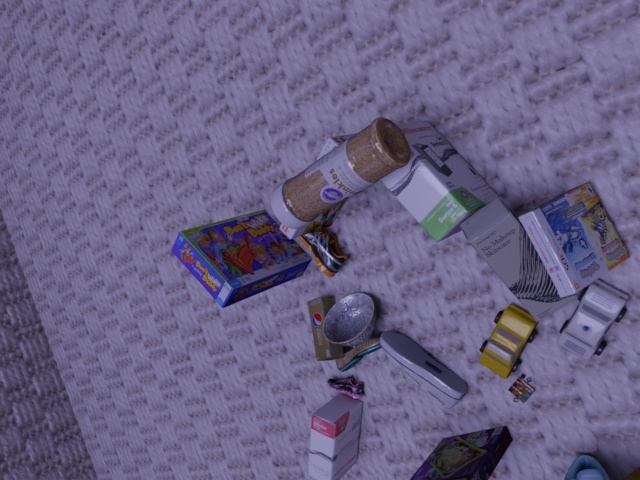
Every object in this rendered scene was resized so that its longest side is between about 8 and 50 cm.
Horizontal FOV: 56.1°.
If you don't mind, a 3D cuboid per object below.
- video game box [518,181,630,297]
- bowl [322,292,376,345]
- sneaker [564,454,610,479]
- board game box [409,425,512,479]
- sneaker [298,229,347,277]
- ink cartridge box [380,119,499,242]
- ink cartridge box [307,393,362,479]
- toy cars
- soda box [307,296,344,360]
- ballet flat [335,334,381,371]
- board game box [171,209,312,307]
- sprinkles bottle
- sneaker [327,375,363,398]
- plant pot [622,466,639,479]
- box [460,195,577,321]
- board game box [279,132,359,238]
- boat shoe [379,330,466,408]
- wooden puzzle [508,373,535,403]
[{"bbox_3d":[0.532,-0.006,1.254,0.187,0.205,0.048,64,150,3],"label":"video game box"},{"bbox_3d":[0.098,0.240,1.703,0.170,0.170,0.080,-11,132,38],"label":"bowl"},{"bbox_3d":[0.574,0.579,1.289,0.135,0.366,0.150,-7,94,15],"label":"sneaker"},{"bbox_3d":[0.321,0.577,1.480,0.208,0.347,0.056,-23,91,39],"label":"board game box"},{"bbox_3d":[0.000,0.000,1.741,0.083,0.084,0.215,-39,82,23],"label":"sneaker"},{"bbox_3d":[0.260,-0.148,1.421,0.273,0.198,0.115,50,126,15],"label":"ink cartridge box"},{"bbox_3d":[0.045,0.598,1.812,0.092,0.159,0.217,13,110,32],"label":"ink cartridge box"},{"bbox_3d":[0.522,0.222,1.398,0.394,0.087,0.176,-26,87,38],"label":"toy cars"},{"bbox_3d":[0.015,0.259,1.769,0.058,0.061,0.181,-24,68,39],"label":"soda box"},{"bbox_3d":[0.110,0.313,1.746,0.206,0.073,0.067,-40,64,33],"label":"ballet flat"},{"bbox_3d":[-0.219,0.042,1.737,0.233,0.347,0.078,44,124,19],"label":"board game box"},{"bbox_3d":[0.037,-0.147,1.387,0.355,0.121,0.121,-29,84,39],"label":"sprinkles bottle"},{"bbox_3d":[0.077,0.434,1.820,0.119,0.047,0.057,14,104,26],"label":"sneaker"},{"bbox_3d":[0.770,0.553,1.240,0.212,0.187,0.212,-32,82,38],"label":"plant pot"},{"bbox_3d":[0.434,0.043,1.317,0.113,0.094,0.275,-39,112,18],"label":"box"},{"bbox_3d":[0.025,-0.147,1.602,0.053,0.193,0.305,44,124,20],"label":"board game box"},{"bbox_3d":[0.264,0.352,1.627,0.268,0.096,0.088,33,119,14],"label":"boat shoe"},{"bbox_3d":[0.504,0.374,1.504,0.049,0.006,0.083,41,123,21],"label":"wooden puzzle"}]
